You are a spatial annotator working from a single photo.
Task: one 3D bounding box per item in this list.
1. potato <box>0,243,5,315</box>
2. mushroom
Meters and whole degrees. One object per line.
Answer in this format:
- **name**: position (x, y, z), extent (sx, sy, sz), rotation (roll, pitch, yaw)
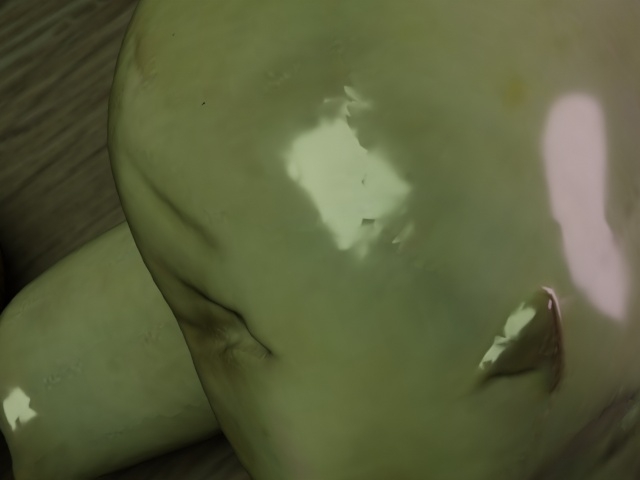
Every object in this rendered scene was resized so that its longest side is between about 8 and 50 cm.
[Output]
- **potato**: position (-0.226, 0.022, 0.859), extent (0.203, 0.178, 0.158), rotation (-22, 37, 48)
- **mushroom**: position (0.000, 0.000, 0.761), extent (0.336, 0.314, 0.314), rotation (-22, 67, 29)
